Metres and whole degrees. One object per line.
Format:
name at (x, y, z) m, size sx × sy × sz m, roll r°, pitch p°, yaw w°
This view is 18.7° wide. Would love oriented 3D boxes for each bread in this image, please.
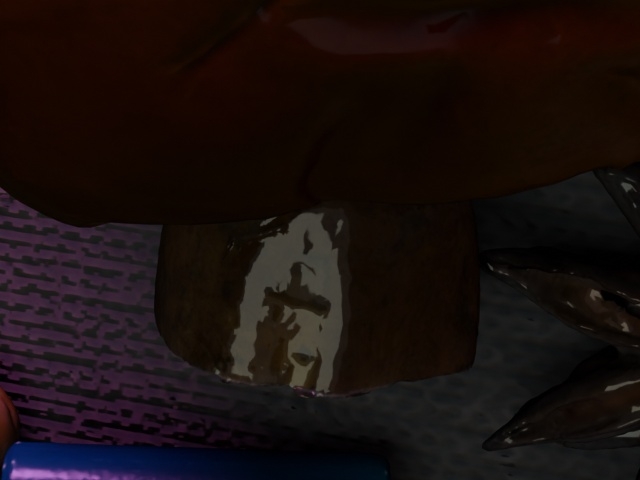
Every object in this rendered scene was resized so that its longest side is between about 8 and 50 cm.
bread at (-0.007, -0.140, 0.579) m, size 0.279 × 0.225 × 0.250 m, roll -8°, pitch 116°, yaw 12°

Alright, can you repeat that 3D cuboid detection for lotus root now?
lotus root at (-0.003, 0.000, 0.682) m, size 0.112 × 0.122 × 0.081 m, roll -3°, pitch 111°, yaw -6°

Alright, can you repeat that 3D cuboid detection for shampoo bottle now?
shampoo bottle at (-0.065, 0.120, 0.762) m, size 0.183 × 0.050 × 0.087 m, roll 2°, pitch 117°, yaw -1°

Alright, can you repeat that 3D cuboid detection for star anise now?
star anise at (0.155, 0.030, 0.683) m, size 0.195 × 0.065 × 0.182 m, roll 32°, pitch 110°, yaw 3°

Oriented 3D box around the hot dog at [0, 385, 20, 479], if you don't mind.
hot dog at (-0.203, 0.140, 0.830) m, size 0.092 × 0.062 × 0.235 m, roll 28°, pitch 115°, yaw 2°
